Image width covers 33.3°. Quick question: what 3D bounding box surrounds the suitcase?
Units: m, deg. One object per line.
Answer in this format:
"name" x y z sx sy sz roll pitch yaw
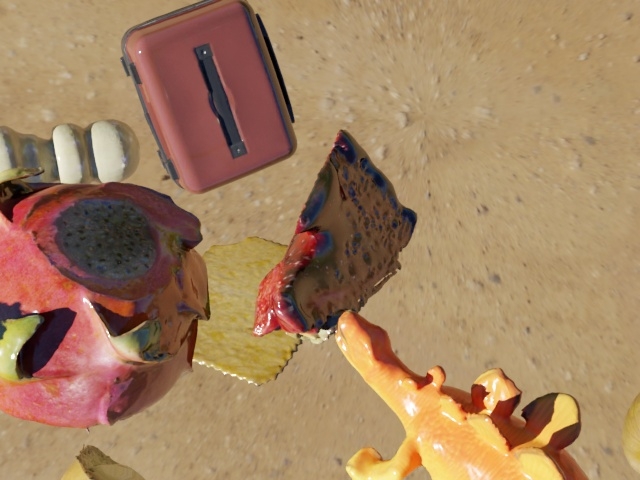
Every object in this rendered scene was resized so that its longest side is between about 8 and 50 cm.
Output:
"suitcase" -0.181 -0.243 1.776 0.236 0.161 0.297 -24 113 -10

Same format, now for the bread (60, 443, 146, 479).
"bread" -0.393 0.479 1.941 0.204 0.262 0.162 43 80 -8

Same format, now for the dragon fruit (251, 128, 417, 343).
"dragon fruit" 0.017 0.010 0.827 0.092 0.192 0.122 25 127 4

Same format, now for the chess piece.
"chess piece" -0.475 -0.141 1.927 0.300 0.167 0.167 -9 96 -15

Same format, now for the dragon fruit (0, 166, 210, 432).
"dragon fruit" -0.249 0.050 1.134 0.291 0.290 0.189 17 131 3

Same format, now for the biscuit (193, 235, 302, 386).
"biscuit" -0.100 0.083 1.441 0.237 0.232 0.013 16 141 31

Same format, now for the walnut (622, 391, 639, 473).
"walnut" 0.544 0.285 1.601 0.167 0.207 0.167 14 113 37

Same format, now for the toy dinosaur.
"toy dinosaur" 0.110 0.139 0.511 0.288 0.070 0.117 50 139 8
